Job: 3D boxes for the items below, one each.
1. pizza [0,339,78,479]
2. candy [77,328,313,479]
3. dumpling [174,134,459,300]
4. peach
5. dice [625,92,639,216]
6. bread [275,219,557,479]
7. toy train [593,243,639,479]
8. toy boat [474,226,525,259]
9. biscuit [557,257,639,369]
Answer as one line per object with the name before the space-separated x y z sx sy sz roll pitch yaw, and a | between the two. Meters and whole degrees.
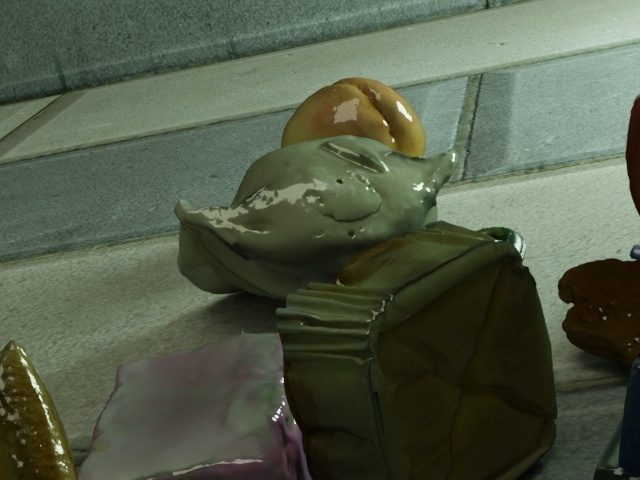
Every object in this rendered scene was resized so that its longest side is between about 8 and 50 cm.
pizza | -0.258 0.216 0.952 0.071 0.189 0.297 9 -48 -50
candy | -0.084 0.168 1.037 0.155 0.116 0.265 -15 15 5
dumpling | 0.000 0.000 1.504 0.318 0.187 0.243 -10 -24 -17
peach | 0.044 -0.118 1.756 0.184 0.184 0.184 -12 17 4
dice | 0.419 -0.089 1.367 0.174 0.175 0.179 4 25 46
bread | 0.071 0.097 1.004 0.110 0.192 0.210 1 22 43
toy train | 0.291 0.047 0.937 0.131 0.202 0.300 16 37 25
toy boat | 0.136 0.038 1.384 0.104 0.052 0.210 -3 21 38
biscuit | 0.325 0.062 1.178 0.208 0.041 0.290 -29 25 -35
